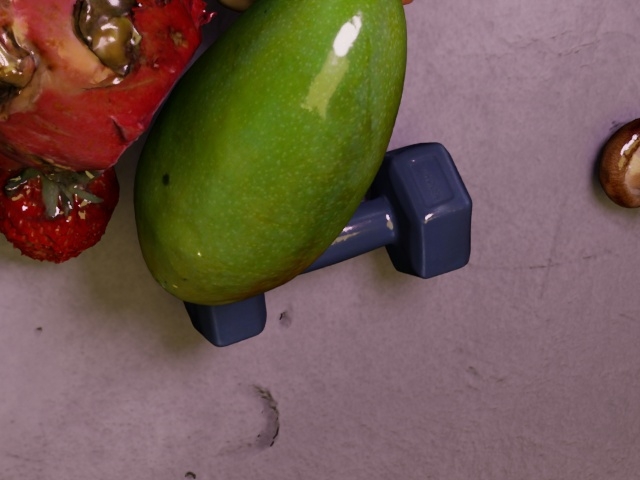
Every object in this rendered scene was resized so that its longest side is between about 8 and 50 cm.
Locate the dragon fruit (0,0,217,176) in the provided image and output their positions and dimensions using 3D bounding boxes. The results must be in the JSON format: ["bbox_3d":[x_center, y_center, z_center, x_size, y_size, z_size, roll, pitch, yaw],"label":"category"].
[{"bbox_3d":[-0.254,-0.202,1.028,0.291,0.269,0.250,40,72,-13],"label":"dragon fruit"}]

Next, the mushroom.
[{"bbox_3d":[0.399,-0.096,1.454,0.127,0.087,0.127,-12,121,-20],"label":"mushroom"}]

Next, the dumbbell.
[{"bbox_3d":[0.000,0.000,1.294,0.324,0.144,0.160,-16,128,-14],"label":"dumbbell"}]

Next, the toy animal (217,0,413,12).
[{"bbox_3d":[-0.050,-0.331,1.098,0.338,0.191,0.216,32,129,-22],"label":"toy animal"}]

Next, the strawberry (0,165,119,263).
[{"bbox_3d":[-0.264,-0.042,1.196,0.131,0.148,0.131,2,78,-10],"label":"strawberry"}]

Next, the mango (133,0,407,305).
[{"bbox_3d":[-0.040,-0.099,1.066,0.201,0.225,0.382,35,125,3],"label":"mango"}]
